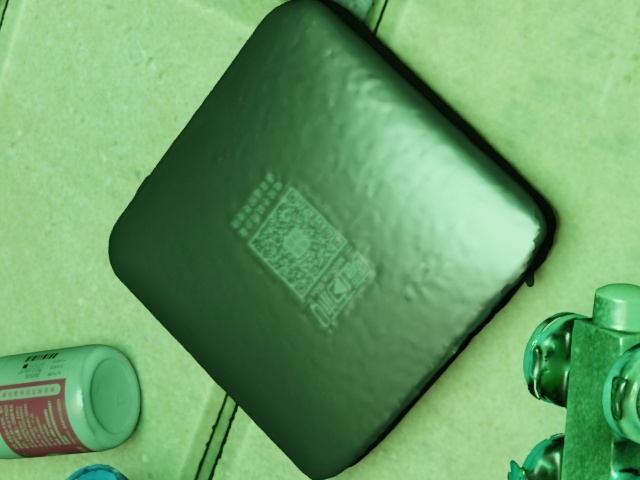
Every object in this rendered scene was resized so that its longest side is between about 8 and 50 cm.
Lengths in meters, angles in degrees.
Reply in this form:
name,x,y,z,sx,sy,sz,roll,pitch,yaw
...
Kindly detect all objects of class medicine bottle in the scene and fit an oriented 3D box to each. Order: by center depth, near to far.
name,x,y,z,sx,sy,sz,roll,pitch,yaw
medicine bottle,-0.266,0.144,1.257,0.217,0.090,0.090,-9,93,28

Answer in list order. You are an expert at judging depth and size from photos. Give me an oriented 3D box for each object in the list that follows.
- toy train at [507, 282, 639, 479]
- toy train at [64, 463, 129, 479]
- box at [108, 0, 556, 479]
name,x,y,z,sx,sy,sz,roll,pitch,yaw
toy train,0.224,0.127,0.973,0.112,0.163,0.203,23,113,58
toy train,-0.189,0.339,1.141,0.265,0.188,0.300,-37,39,20
box,0.000,0.000,1.117,0.289,0.073,0.290,45,114,15
